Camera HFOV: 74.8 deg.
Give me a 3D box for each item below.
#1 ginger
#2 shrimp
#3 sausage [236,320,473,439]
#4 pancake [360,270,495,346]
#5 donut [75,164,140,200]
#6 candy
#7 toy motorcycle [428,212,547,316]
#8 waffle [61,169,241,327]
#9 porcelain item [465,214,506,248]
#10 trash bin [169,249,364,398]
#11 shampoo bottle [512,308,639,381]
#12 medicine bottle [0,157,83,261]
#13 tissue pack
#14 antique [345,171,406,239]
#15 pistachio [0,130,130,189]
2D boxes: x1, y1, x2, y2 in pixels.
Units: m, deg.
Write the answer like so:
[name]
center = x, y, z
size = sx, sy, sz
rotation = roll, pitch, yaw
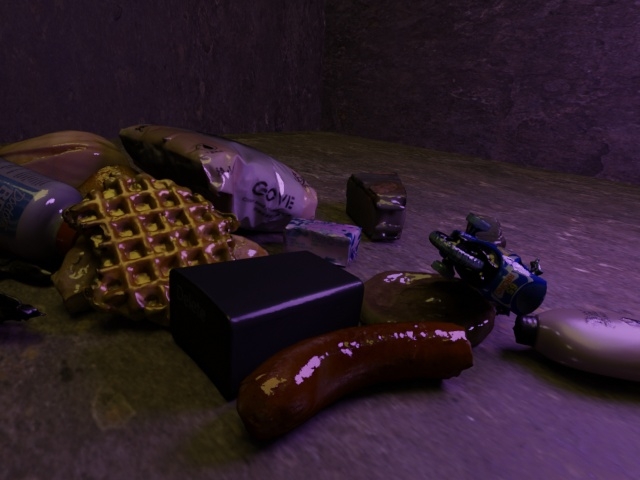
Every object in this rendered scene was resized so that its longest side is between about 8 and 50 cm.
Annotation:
[ginger]
center = -0.333, -0.006, 0.811
size = 0.348, 0.122, 0.363
rotation = -4, 30, -41
[shrimp]
center = -0.539, 0.068, 0.667
size = 0.364, 0.071, 0.233
rotation = 5, 15, 21
[sausage]
center = 0.044, 0.150, 0.502
size = 0.302, 0.076, 0.103
rotation = -7, 22, -24
[pancake]
center = 0.168, 0.098, 0.695
size = 0.241, 0.050, 0.242
rotation = 3, 20, -1
[donut]
center = -0.455, -0.078, 0.926
size = 0.065, 0.178, 0.162
rotation = 38, -5, 27
[candy]
center = 0.000, 0.000, 0.901
size = 0.160, 0.073, 0.092
rotation = 9, 23, 17
[toy motorcycle]
center = 0.272, 0.045, 0.662
size = 0.169, 0.113, 0.315
rotation = 39, 15, 26
[waffle]
center = -0.268, 0.006, 0.669
size = 0.291, 0.051, 0.291
rotation = 14, 54, -20
[porcelain item]
center = 0.377, 0.004, 0.947
size = 0.081, 0.069, 0.216
rotation = 12, 21, 12
[trash bin]
center = -0.070, 0.093, 0.591
size = 0.225, 0.115, 0.165
rotation = -13, 26, -40
[shampoo bottle]
center = 0.402, 0.141, 0.571
size = 0.256, 0.078, 0.127
rotation = 5, 22, 15
[medicine bottle]
center = -0.564, -0.058, 0.787
size = 0.288, 0.157, 0.157
rotation = 22, 22, 2
[tissue pack]
center = -0.231, -0.144, 0.987
size = 0.390, 0.195, 0.375
rotation = 26, 7, 35
[antique]
center = 0.156, -0.094, 1.100
size = 0.150, 0.125, 0.284
rotation = 0, 20, -4
[pistachio]
center = -0.620, -0.144, 0.995
size = 0.321, 0.229, 0.238
rotation = -14, -20, -9
